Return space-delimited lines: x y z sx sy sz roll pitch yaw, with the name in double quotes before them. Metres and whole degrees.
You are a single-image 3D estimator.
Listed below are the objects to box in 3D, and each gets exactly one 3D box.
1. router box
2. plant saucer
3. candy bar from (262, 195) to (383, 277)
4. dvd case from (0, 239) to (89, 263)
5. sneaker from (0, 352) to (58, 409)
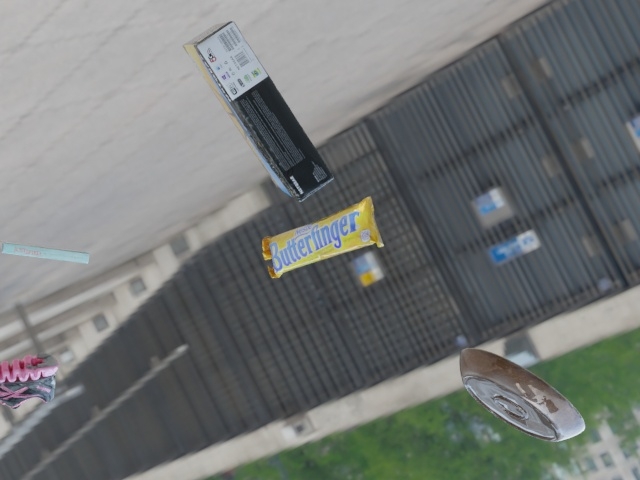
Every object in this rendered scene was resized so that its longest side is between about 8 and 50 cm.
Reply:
"router box" -0.063 -0.129 1.112 0.046 0.179 0.133 -35 -166 -5
"plant saucer" 0.230 0.188 1.330 0.029 0.168 0.168 -53 -174 -17
"candy bar" 0.000 0.000 0.935 0.018 0.040 0.161 -16 178 -38
"dvd case" -0.293 0.011 1.181 0.087 0.013 0.119 8 178 -20
"sneaker" -0.331 0.153 1.172 0.119 0.057 0.047 -4 -154 -11
